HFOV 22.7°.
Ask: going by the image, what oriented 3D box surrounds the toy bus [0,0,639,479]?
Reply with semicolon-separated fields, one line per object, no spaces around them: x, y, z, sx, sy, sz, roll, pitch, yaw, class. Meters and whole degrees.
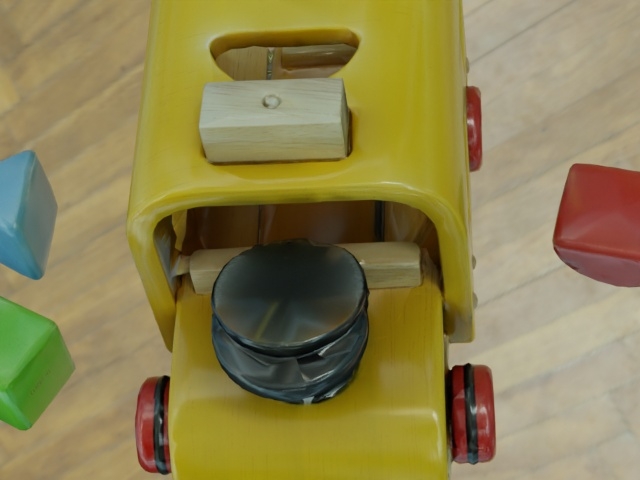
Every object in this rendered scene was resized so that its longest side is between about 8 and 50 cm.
-0.005;-0.010;0.433;0.202;0.191;0.104;38;158;28;toy bus
